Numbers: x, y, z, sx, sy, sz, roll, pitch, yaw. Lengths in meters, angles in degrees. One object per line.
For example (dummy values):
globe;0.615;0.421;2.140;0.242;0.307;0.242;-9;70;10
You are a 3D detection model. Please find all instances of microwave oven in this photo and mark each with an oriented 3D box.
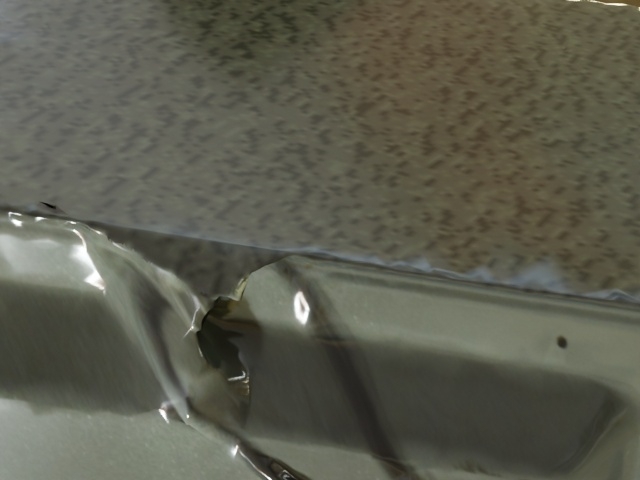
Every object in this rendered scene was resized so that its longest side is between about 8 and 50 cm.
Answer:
microwave oven;0.038;0.052;0.817;0.374;0.432;0.236;-76;174;-63
